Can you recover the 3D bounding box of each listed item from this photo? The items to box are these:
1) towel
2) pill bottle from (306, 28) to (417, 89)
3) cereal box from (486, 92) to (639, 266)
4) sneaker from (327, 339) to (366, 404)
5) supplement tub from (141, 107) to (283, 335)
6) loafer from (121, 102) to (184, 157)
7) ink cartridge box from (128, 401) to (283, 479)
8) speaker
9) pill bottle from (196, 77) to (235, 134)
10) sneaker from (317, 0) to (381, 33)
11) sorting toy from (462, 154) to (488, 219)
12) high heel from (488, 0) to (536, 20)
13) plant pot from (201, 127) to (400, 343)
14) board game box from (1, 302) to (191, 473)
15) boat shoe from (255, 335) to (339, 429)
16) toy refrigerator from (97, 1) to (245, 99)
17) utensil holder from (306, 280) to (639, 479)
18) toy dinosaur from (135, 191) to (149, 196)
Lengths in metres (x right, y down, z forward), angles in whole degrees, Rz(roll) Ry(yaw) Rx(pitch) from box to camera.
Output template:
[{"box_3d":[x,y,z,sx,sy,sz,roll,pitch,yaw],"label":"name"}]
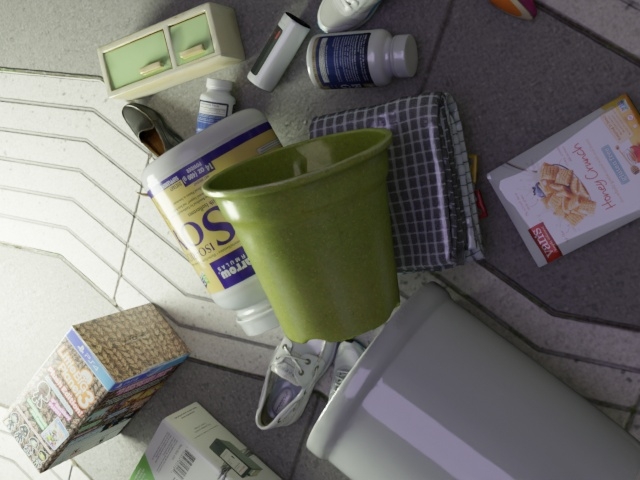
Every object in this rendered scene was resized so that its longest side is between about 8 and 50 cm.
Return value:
[{"box_3d":[0.115,-0.078,1.247,0.235,0.121,0.283,-8,93,28],"label":"towel"},{"box_3d":[0.071,-0.301,1.305,0.169,0.094,0.094,2,98,26],"label":"pill bottle"},{"box_3d":[0.399,-0.087,1.199,0.240,0.047,0.173,-32,82,26],"label":"cereal box"},{"box_3d":[0.046,0.273,1.402,0.071,0.083,0.190,4,97,27],"label":"sneaker"},{"box_3d":[-0.124,-0.030,1.338,0.241,0.241,0.331,-28,97,26],"label":"supplement tub"},{"box_3d":[-0.333,-0.214,1.534,0.170,0.061,0.062,39,112,17],"label":"loafer"},{"box_3d":[-0.221,0.489,1.542,0.273,0.115,0.198,38,112,17],"label":"ink cartridge box"},{"box_3d":[-0.073,-0.335,1.395,0.055,0.055,0.136,42,113,16],"label":"speaker"},{"box_3d":[-0.193,-0.238,1.459,0.067,0.067,0.120,14,103,24],"label":"pill bottle"},{"box_3d":[0.076,-0.427,1.288,0.229,0.092,0.087,-37,82,27],"label":"sneaker"},{"box_3d":[0.155,-0.062,1.323,0.275,0.046,0.132,-21,87,27],"label":"sorting toy"},{"box_3d":[0.269,-0.454,1.214,0.117,0.082,0.244,-44,81,-5],"label":"high heel"},{"box_3d":[0.000,0.000,1.132,0.276,0.276,0.253,-8,107,27],"label":"plant pot"},{"box_3d":[-0.443,0.287,1.560,0.141,0.232,0.291,48,113,13],"label":"board game box"},{"box_3d":[-0.045,0.231,1.432,0.098,0.096,0.277,26,107,22],"label":"boat shoe"},{"box_3d":[-0.285,-0.350,1.474,0.270,0.094,0.102,-12,91,26],"label":"toy refrigerator"},{"box_3d":[0.228,0.303,1.183,0.385,0.328,0.327,37,111,16],"label":"utensil holder"},{"box_3d":[-0.268,-0.103,1.533,0.183,0.053,0.092,-30,68,19],"label":"toy dinosaur"}]
